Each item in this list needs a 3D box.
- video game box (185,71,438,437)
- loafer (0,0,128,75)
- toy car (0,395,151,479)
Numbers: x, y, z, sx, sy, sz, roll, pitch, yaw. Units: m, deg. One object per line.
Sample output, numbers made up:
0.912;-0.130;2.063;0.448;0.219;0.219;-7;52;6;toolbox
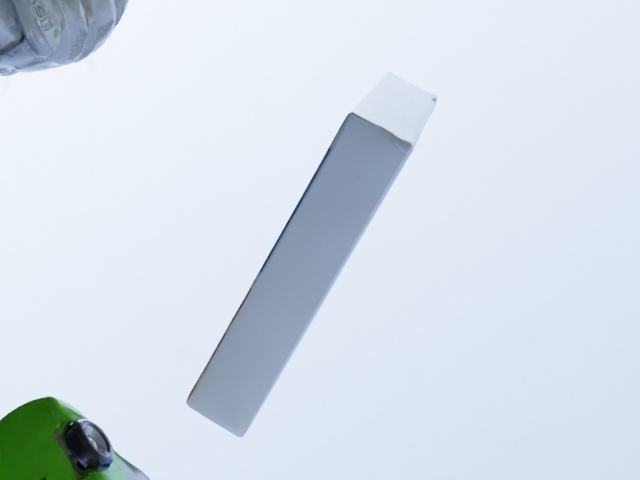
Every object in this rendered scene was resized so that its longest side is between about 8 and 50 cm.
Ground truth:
0.000;0.000;0.849;0.048;0.205;0.187;31;-164;3;video game box
-0.181;-0.226;0.603;0.111;0.319;0.112;-3;-159;24;loafer
-0.057;0.157;0.512;0.239;0.053;0.225;-40;-113;12;toy car
